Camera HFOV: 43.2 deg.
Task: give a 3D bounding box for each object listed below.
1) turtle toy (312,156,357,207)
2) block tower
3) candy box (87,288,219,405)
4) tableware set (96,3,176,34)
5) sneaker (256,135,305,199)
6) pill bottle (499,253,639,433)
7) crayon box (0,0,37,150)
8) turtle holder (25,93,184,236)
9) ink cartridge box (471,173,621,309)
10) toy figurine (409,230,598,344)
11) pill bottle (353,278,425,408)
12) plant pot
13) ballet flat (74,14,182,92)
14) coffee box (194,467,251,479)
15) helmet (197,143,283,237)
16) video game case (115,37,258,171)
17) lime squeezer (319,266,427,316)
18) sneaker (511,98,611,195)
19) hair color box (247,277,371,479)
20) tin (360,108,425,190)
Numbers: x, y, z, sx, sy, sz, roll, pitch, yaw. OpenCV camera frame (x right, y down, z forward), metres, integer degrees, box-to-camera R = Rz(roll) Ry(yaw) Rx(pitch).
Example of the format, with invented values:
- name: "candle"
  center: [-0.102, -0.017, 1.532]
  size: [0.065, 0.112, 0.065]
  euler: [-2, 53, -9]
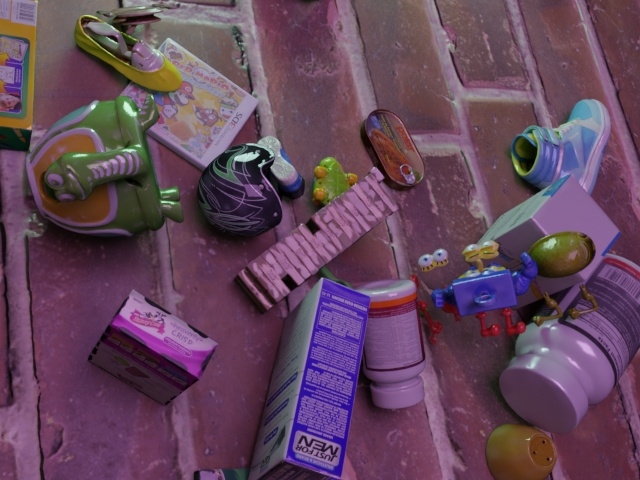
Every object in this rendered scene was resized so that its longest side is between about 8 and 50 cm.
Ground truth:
- name: "turtle toy"
  center: [0.022, -0.114, 1.652]
  size: [0.095, 0.066, 0.130]
  euler: [12, 64, -21]
- name: "block tower"
  center: [0.000, 0.000, 1.534]
  size: [0.335, 0.091, 0.097]
  euler: [-39, 89, -17]
- name: "candy box"
  center: [-0.273, 0.178, 1.297]
  size: [0.159, 0.233, 0.071]
  euler: [34, 59, -9]
- name: "tableware set"
  center: [-0.356, -0.428, 1.563]
  size: [0.128, 0.194, 0.039]
  euler: [-13, 111, -18]
- name: "sneaker"
  center: [-0.079, -0.141, 1.629]
  size: [0.058, 0.085, 0.152]
  euler: [-33, 49, -6]
- name: "pill bottle"
  center: [0.532, 0.208, 1.665]
  size: [0.210, 0.210, 0.363]
  euler: [47, 59, 0]
- name: "crayon box"
  center: [-0.598, -0.307, 1.443]
  size: [0.165, 0.081, 0.279]
  euler: [4, 68, -23]
- name: "turtle holder"
  center: [-0.360, -0.100, 1.348]
  size: [0.227, 0.243, 0.320]
  euler: [-13, 36, -8]
- name: "ink cartridge box"
  center: [0.464, 0.009, 1.703]
  size: [0.168, 0.232, 0.171]
  euler: [48, 58, -2]
- name: "toy figurine"
  center: [0.337, 0.106, 1.490]
  size: [0.362, 0.217, 0.191]
  euler: [-10, 96, 14]
- name: "pill bottle"
  center: [0.131, 0.190, 1.506]
  size: [0.121, 0.121, 0.221]
  euler: [-13, 100, -28]
- name: "plant pot"
  center: [0.407, 0.420, 1.585]
  size: [0.134, 0.095, 0.134]
  euler: [9, 66, -20]
- name: "ballet flat"
  center: [-0.370, -0.361, 1.549]
  size: [0.231, 0.077, 0.077]
  euler: [29, 61, 1]
- name: "coffee box"
  center: [-0.121, 0.442, 1.368]
  size: [0.184, 0.040, 0.113]
  euler: [7, 65, -22]
- name: "helmet"
  center: [-0.145, -0.085, 1.506]
  size: [0.169, 0.169, 0.162]
  euler: [26, 44, -12]
- name: "video game case"
  center: [-0.264, -0.270, 1.612]
  size: [0.227, 0.026, 0.206]
  euler: [34, 59, -8]
- name: "lime squeezer"
  center: [0.075, 0.100, 1.593]
  size: [0.310, 0.059, 0.110]
  euler: [30, 60, -9]
- name: "sneaker"
  center: [0.564, -0.247, 1.920]
  size: [0.208, 0.127, 0.319]
  euler: [28, 59, -13]
- name: "hair color box"
  center: [-0.017, 0.257, 1.383]
  size: [0.110, 0.185, 0.339]
  euler: [23, 53, -12]
- name: "tin"
  center: [0.157, -0.198, 1.767]
  size: [0.106, 0.040, 0.190]
  euler: [-20, 78, -26]
